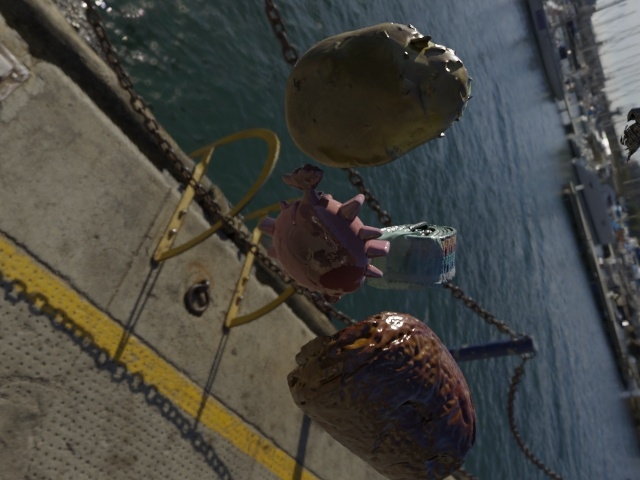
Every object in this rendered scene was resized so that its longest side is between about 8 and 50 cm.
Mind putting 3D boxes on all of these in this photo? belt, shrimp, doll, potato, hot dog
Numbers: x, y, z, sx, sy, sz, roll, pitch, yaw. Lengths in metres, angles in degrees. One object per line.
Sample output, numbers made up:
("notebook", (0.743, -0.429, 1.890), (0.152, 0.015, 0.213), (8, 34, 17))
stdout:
("belt", (0.216, 0.034, 1.319), (0.258, 0.207, 0.149), (-16, 105, -54))
("shrimp", (0.861, -0.286, 1.517), (0.057, 0.065, 0.165), (-22, 132, -33))
("doll", (0.000, 0.000, 0.868), (0.093, 0.211, 0.261), (-60, 139, -48))
("potato", (0.064, -0.198, 0.765), (0.141, 0.296, 0.191), (-8, 97, -49))
("hot dog", (0.108, 0.270, 0.951), (0.387, 0.267, 0.174), (50, 15, -31))

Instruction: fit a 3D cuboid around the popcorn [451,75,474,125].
("popcorn", (0.226, -0.323, 1.180), (0.212, 0.198, 0.197), (38, 44, -62))
